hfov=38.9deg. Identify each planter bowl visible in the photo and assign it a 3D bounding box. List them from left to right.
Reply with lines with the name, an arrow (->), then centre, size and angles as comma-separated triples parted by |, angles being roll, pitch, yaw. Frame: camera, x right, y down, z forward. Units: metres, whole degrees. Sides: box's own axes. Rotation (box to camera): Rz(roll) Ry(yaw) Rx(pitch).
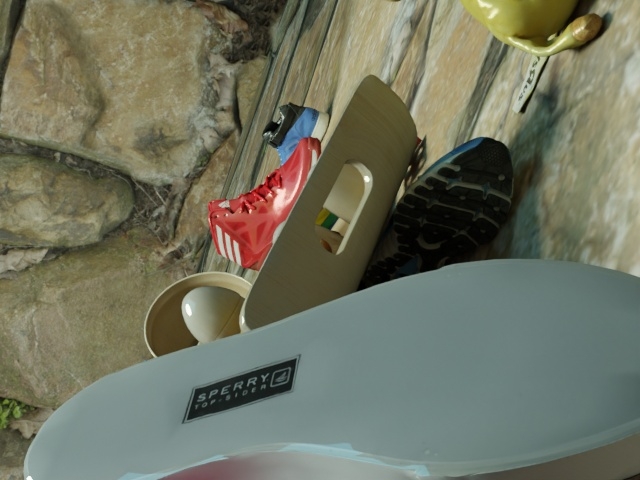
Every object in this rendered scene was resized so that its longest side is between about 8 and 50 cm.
planter bowl -> -0.146, 0.138, 1.227 | 0.109, 0.162, 0.162 | 81, -166, -49

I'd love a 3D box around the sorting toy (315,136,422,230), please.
sorting toy -> 0.000, 0.000, 0.846 | 0.132, 0.046, 0.274 | -50, -5, -40

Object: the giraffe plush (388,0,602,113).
giraffe plush -> 0.086, -0.207, 0.566 | 0.181, 0.171, 0.210 | -164, 93, -79

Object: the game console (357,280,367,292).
game console -> -0.062, 0.177, 0.762 | 0.213, 0.044, 0.361 | -57, 2, 40

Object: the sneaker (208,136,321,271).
sneaker -> -0.085, -0.055, 1.262 | 0.087, 0.128, 0.221 | -100, 29, -66

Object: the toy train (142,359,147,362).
toy train -> -0.223, 0.302, 1.302 | 0.105, 0.143, 0.248 | 152, 136, -75

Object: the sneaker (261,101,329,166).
sneaker -> -0.052, -0.133, 1.346 | 0.058, 0.085, 0.152 | -90, 21, -58

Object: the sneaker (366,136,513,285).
sneaker -> 0.076, -0.025, 0.605 | 0.162, 0.063, 0.073 | 126, 163, -56

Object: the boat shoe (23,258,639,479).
boat shoe -> 0.016, 0.098, 0.391 | 0.306, 0.105, 0.113 | -19, 33, 21

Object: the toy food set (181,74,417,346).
toy food set -> -0.052, 0.056, 0.610 | 0.306, 0.092, 0.219 | -57, 6, 47
